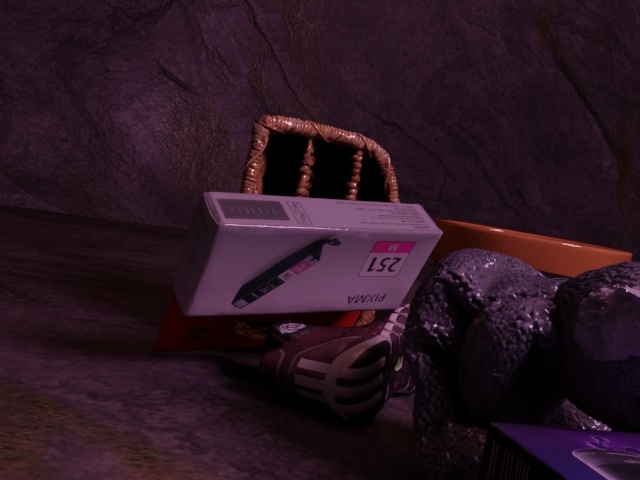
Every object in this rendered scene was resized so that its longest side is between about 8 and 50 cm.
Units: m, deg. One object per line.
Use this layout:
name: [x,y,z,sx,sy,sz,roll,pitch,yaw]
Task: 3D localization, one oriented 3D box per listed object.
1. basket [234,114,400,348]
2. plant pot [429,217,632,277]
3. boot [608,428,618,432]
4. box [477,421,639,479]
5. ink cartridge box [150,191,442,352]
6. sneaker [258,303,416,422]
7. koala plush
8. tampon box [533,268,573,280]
basket: [0.000,0.000,0.990,0.213,0.299,0.223,11,2,3]
plant pot: [0.294,0.089,1.092,0.291,0.203,0.291,9,5,-1]
boot: [0.319,0.122,0.658,0.082,0.219,0.106,34,15,20]
box: [0.242,0.186,0.405,0.261,0.103,0.184,8,7,-17]
ink cartridge box: [-0.031,0.059,0.820,0.275,0.239,0.060,1,40,-31]
sneaker: [0.027,0.117,0.825,0.162,0.106,0.281,8,4,26]
koala plush: [0.195,0.079,0.552,0.196,0.203,0.221,3,-20,-43]
tampon box: [0.226,0.112,0.893,0.101,0.161,0.120,3,7,-45]
